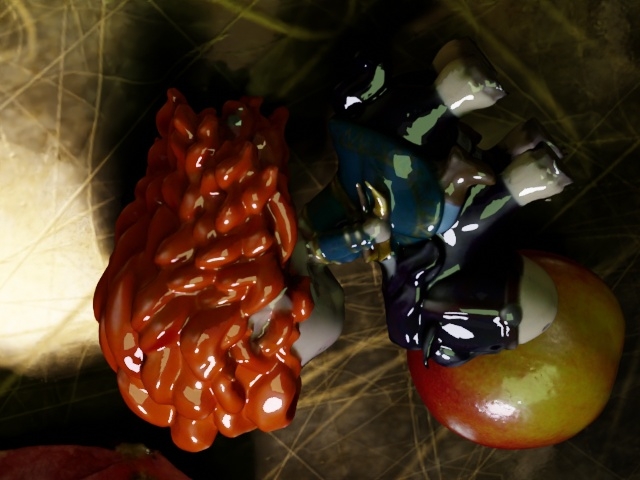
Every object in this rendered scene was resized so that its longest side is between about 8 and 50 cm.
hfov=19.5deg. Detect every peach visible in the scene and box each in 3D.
[{"bbox_3d":[0.167,0.098,1.680,0.197,0.197,0.197,-7,122,-11],"label":"peach"}]

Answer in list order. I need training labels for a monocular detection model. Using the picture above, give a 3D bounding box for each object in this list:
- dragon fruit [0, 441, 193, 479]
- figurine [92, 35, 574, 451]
[{"bbox_3d":[-0.237,0.376,1.680,0.386,0.249,0.371,34,111,-16],"label":"dragon fruit"},{"bbox_3d":[0.011,0.002,1.535,0.412,0.241,0.306,-12,125,-2],"label":"figurine"}]
